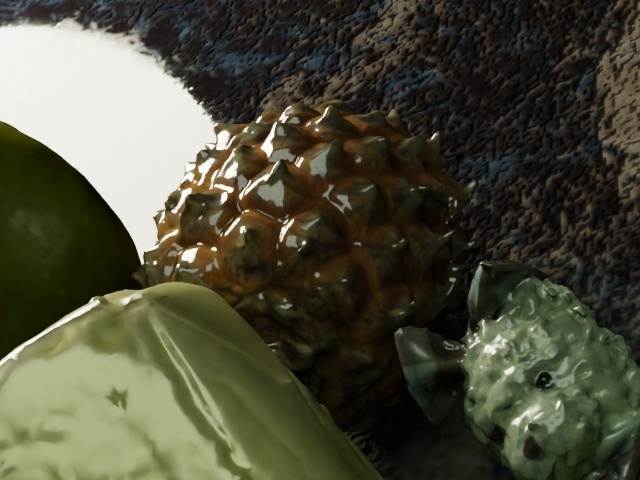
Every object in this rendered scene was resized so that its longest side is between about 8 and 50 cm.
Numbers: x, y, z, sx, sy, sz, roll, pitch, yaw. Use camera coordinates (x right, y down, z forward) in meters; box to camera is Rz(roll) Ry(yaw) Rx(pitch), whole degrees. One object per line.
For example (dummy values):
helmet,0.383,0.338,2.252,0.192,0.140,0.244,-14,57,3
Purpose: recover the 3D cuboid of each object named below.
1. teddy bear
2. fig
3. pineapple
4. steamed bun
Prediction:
teddy bear,0.136,0.093,0.654,0.213,0.111,0.133,48,122,31
fig,-0.183,0.043,0.798,0.181,0.181,0.191,-2,61,30
pineapple,0.000,0.000,0.805,0.166,0.166,0.193,-9,35,24
steamed bun,-0.089,0.171,0.674,0.273,0.166,0.232,-43,74,-3
